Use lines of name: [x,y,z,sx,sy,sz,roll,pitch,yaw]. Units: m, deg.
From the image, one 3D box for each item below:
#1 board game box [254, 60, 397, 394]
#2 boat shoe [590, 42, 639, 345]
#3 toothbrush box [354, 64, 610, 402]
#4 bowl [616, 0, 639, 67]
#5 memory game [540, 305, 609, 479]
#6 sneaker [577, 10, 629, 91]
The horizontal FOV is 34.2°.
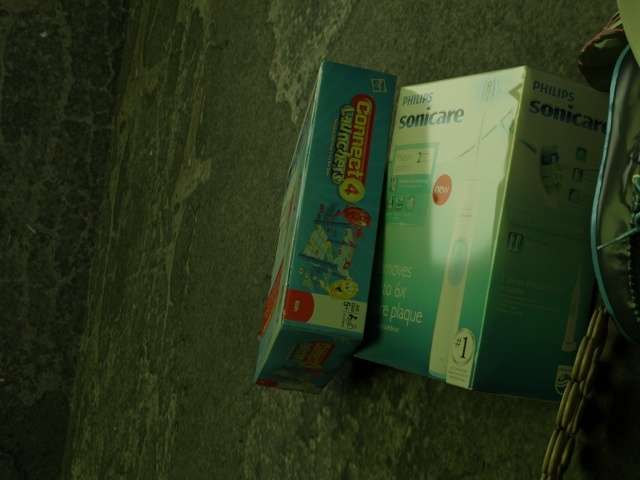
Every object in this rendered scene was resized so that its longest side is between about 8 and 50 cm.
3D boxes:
board game box: [0.000,0.000,1.212,0.308,0.086,0.302,115,164,-70]
boat shoe: [0.271,-0.043,0.824,0.089,0.109,0.258,173,94,-68]
toothbrush box: [0.160,-0.007,1.026,0.216,0.126,0.296,7,85,63]
bowl: [0.283,-0.156,0.669,0.298,0.134,0.298,-25,-90,-90]
memory game: [0.211,0.142,0.866,0.012,0.186,0.186,17,97,19]
sneaker: [0.304,-0.199,0.893,0.178,0.072,0.077,-19,29,42]
